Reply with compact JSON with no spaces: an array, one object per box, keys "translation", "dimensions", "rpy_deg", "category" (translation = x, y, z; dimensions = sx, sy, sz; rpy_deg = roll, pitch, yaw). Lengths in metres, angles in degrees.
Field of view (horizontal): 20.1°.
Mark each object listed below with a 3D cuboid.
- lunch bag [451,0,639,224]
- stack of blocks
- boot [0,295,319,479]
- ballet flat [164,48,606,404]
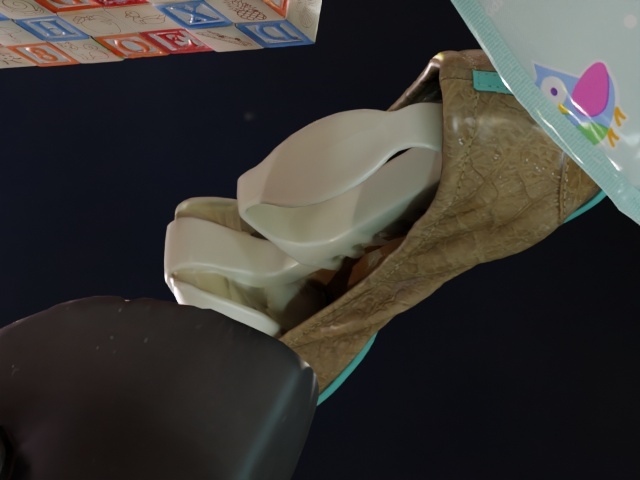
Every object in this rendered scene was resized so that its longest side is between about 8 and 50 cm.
[{"translation":[0.144,-0.159,0.694],"dimensions":[0.160,0.223,0.262],"rpy_deg":[17,-143,-53],"category":"lunch bag"},{"translation":[-0.164,-0.201,1.284],"dimensions":[0.297,0.087,0.171],"rpy_deg":[-1,162,31],"category":"stack of blocks"},{"translation":[-0.094,0.211,0.551],"dimensions":[0.367,0.146,0.445],"rpy_deg":[-5,-140,35],"category":"boot"},{"translation":[0.000,0.000,0.904],"dimensions":[0.124,0.116,0.342],"rpy_deg":[15,149,-32],"category":"ballet flat"}]
